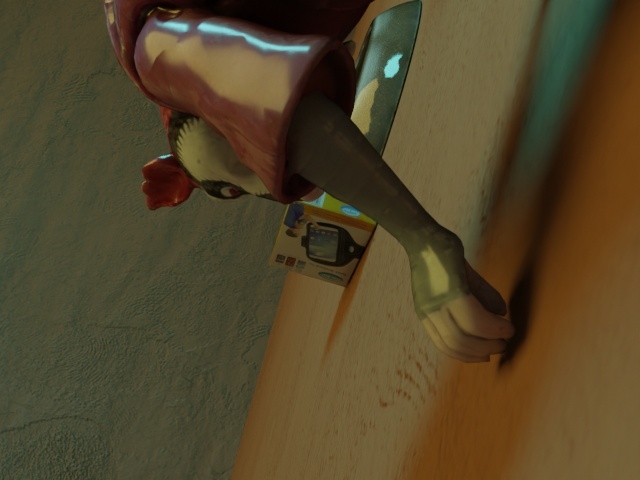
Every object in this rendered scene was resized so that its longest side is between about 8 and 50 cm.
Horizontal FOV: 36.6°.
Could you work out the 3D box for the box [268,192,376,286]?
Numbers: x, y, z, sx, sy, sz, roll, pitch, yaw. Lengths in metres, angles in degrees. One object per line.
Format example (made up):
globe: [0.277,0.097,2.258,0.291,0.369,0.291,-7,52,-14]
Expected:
box: [0.000,0.000,0.917,0.136,0.081,0.028,111,174,-55]

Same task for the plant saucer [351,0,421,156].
plant saucer: [0.048,-0.141,1.153,0.310,0.050,0.310,-163,90,-86]

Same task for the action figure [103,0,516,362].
action figure: [-0.009,-0.136,0.339,0.370,0.275,0.248,-53,22,38]
